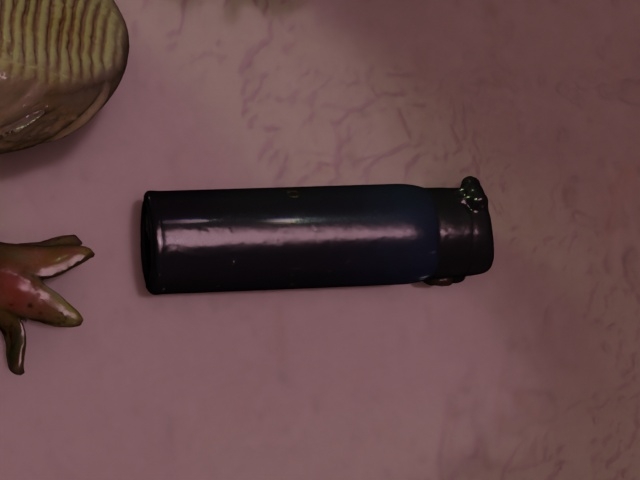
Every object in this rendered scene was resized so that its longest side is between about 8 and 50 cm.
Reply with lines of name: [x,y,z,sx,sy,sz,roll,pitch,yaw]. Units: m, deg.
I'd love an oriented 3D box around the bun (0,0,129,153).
bun: [-0.215,-0.122,1.023,0.166,0.113,0.173,41,36,0]

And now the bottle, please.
bottle: [0.000,0.000,1.094,0.244,0.072,0.082,-3,123,-12]

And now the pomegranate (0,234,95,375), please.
pomegranate: [-0.248,0.011,1.008,0.191,0.152,0.131,18,119,-33]
